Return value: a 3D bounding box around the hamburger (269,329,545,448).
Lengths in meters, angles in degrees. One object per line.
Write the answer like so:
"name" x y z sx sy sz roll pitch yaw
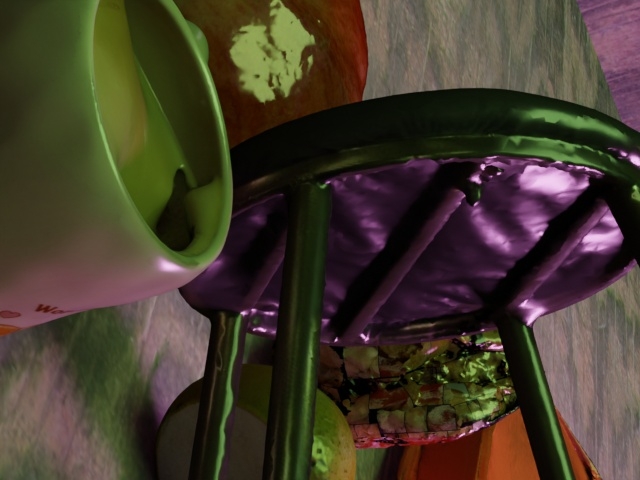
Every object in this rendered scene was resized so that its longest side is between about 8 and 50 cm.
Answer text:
"hamburger" 0.072 0.097 1.527 0.231 0.231 0.107 -30 108 -71

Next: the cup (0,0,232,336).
"cup" -0.166 -0.067 0.982 0.255 0.202 0.173 -86 154 -43

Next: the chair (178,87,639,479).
"chair" 0.072 0.159 1.035 0.365 0.361 0.410 119 -32 -63

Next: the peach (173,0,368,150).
"peach" -0.074 -0.092 1.237 0.232 0.232 0.257 -82 154 -49

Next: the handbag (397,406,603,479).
"handbag" 0.189 0.290 1.786 0.303 0.116 0.410 60 20 -14

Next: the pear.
"pear" -0.037 0.151 1.278 0.104 0.141 0.141 -12 88 -52
